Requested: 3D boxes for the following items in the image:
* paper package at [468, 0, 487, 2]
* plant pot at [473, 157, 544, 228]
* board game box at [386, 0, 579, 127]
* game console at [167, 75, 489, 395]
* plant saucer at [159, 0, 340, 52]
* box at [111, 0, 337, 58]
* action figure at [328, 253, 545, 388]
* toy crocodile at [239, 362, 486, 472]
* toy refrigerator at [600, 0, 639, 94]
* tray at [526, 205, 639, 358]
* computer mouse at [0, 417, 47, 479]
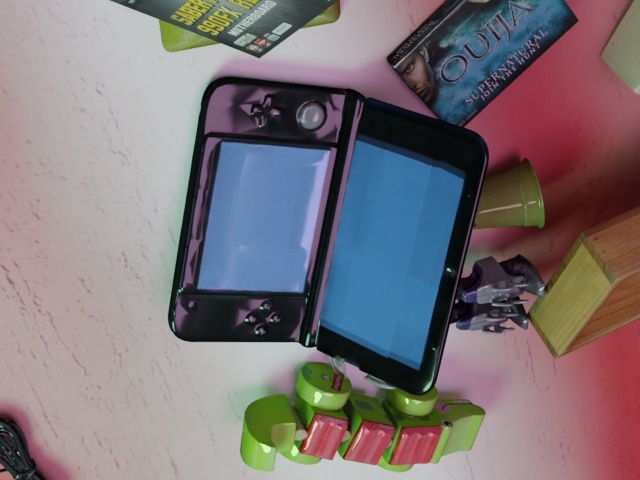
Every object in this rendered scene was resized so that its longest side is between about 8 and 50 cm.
[{"bbox_3d":[0.059,-0.408,0.990,0.324,0.168,0.310,22,98,-33],"label":"paper package"},{"bbox_3d":[0.209,-0.046,1.373,0.079,0.083,0.083,-13,125,-2],"label":"plant pot"},{"bbox_3d":[0.175,-0.216,1.278,0.186,0.026,0.126,-44,127,7],"label":"board game box"},{"bbox_3d":[0.000,0.000,1.222,0.250,0.173,0.293,2,109,-25],"label":"game console"},{"bbox_3d":[-0.064,-0.273,1.126,0.188,0.045,0.188,-13,124,-16],"label":"plant saucer"},{"bbox_3d":[-0.081,-0.237,0.982,0.183,0.231,0.056,18,73,-24],"label":"box"},{"bbox_3d":[0.110,0.080,1.392,0.284,0.099,0.185,-10,132,-13],"label":"action figure"},{"bbox_3d":[0.056,0.231,1.455,0.340,0.105,0.115,9,116,-28],"label":"toy crocodile"},{"bbox_3d":[0.465,-0.205,1.373,0.269,0.094,0.102,10,122,-28],"label":"toy refrigerator"},{"bbox_3d":[0.455,-0.007,1.415,0.410,0.076,0.203,-23,156,-21],"label":"tray"},{"bbox_3d":[-0.423,0.319,1.333,0.262,0.060,0.184,-36,124,-14],"label":"computer mouse"}]
